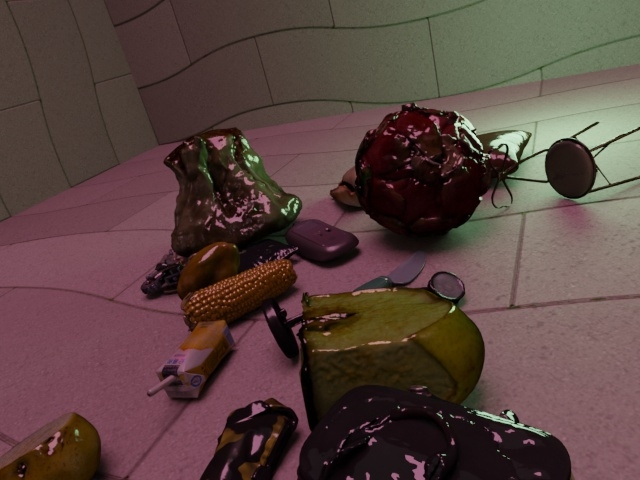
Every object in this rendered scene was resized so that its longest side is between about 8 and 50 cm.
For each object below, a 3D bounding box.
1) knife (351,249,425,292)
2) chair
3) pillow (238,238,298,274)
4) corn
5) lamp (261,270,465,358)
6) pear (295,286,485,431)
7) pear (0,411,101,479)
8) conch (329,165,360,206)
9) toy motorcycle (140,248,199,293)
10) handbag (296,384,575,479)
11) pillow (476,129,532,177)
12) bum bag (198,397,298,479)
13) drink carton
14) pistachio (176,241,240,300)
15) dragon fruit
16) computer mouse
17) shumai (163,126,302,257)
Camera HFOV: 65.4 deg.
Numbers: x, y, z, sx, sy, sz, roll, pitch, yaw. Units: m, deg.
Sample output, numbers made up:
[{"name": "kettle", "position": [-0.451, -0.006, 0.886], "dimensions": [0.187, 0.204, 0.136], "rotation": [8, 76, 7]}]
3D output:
[{"name": "knife", "position": [0.157, 0.077, 1.038], "dimensions": [0.063, 0.035, 0.260], "rotation": [15, 35, 43]}, {"name": "chair", "position": [0.581, -0.172, 1.185], "dimensions": [0.325, 0.160, 0.170], "rotation": [-18, 22, -16]}, {"name": "pillow", "position": [-0.169, 0.059, 1.237], "dimensions": [0.208, 0.055, 0.141], "rotation": [-35, 32, -33]}, {"name": "corn", "position": [-0.172, 0.115, 1.072], "dimensions": [0.260, 0.091, 0.091], "rotation": [-24, -16, -20]}, {"name": "lamp", "position": [0.078, 0.126, 0.930], "dimensions": [0.370, 0.109, 0.130], "rotation": [-14, 52, -17]}, {"name": "pear", "position": [0.096, 0.162, 0.733], "dimensions": [0.255, 0.164, 0.238], "rotation": [-10, 13, -2]}, {"name": "pear", "position": [-0.385, 0.325, 0.723], "dimensions": [0.141, 0.104, 0.141], "rotation": [-29, 4, 2]}, {"name": "conch", "position": [0.123, -0.159, 1.509], "dimensions": [0.158, 0.127, 0.255], "rotation": [-52, 9, -10]}, {"name": "toy motorcycle", "position": [-0.354, 0.067, 1.278], "dimensions": [0.229, 0.094, 0.130], "rotation": [-19, 23, 18]}, {"name": "handbag", "position": [0.116, 0.247, 0.487], "dimensions": [0.254, 0.182, 0.181], "rotation": [5, 31, 37]}, {"name": "pillow", "position": [0.452, -0.254, 1.492], "dimensions": [0.307, 0.109, 0.305], "rotation": [-1, 26, 31]}, {"name": "bum bag", "position": [-0.106, 0.299, 0.658], "dimensions": [0.106, 0.060, 0.232], "rotation": [3, 30, 17]}, {"name": "drink carton", "position": [-0.230, 0.225, 0.882], "dimensions": [0.084, 0.075, 0.200], "rotation": [-5, 26, 24]}, {"name": "pistachio", "position": [-0.255, 0.082, 1.124], "dimensions": [0.189, 0.110, 0.100], "rotation": [-43, 53, 15]}, {"name": "dragon fruit", "position": [0.230, -0.157, 1.179], "dimensions": [0.328, 0.330, 0.329], "rotation": [-13, 23, 6]}, {"name": "computer mouse", "position": [0.001, 0.001, 1.264], "dimensions": [0.120, 0.057, 0.232], "rotation": [-28, 29, -26]}, {"name": "shumai", "position": [-0.272, -0.147, 1.401], "dimensions": [0.397, 0.324, 0.324], "rotation": [-15, 13, 15]}]
